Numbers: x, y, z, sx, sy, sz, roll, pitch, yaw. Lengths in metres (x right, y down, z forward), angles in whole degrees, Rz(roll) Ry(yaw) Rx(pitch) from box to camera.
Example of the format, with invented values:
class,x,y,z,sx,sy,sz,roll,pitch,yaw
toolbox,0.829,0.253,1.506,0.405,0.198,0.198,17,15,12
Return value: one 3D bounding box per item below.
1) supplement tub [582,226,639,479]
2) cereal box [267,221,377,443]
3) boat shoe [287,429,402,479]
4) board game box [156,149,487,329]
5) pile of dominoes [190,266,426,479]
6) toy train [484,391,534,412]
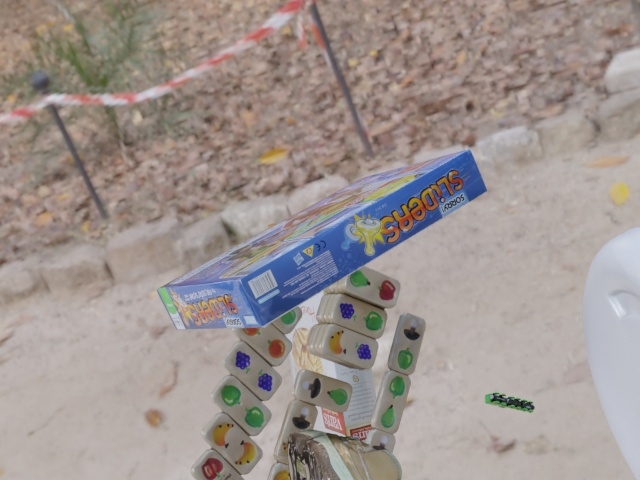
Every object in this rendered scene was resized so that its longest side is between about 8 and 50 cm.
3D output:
class,x,y,z,sx,sy,sz,roll,pitch,yaw
supplement tub,0.371,0.064,0.676,0.316,0.228,0.228,-16,23,-5
cereal box,0.001,0.094,1.054,0.047,0.240,0.173,-9,1,-18
boat shoe,0.025,0.168,0.703,0.072,0.068,0.190,-3,4,-11
board game box,0.000,0.000,0.678,0.201,0.035,0.136,-30,10,-29
pile of dominoes,0.001,0.143,0.882,0.040,0.196,0.251,-10,61,61
toy train,0.251,0.216,1.294,0.024,0.083,0.017,-23,56,48
